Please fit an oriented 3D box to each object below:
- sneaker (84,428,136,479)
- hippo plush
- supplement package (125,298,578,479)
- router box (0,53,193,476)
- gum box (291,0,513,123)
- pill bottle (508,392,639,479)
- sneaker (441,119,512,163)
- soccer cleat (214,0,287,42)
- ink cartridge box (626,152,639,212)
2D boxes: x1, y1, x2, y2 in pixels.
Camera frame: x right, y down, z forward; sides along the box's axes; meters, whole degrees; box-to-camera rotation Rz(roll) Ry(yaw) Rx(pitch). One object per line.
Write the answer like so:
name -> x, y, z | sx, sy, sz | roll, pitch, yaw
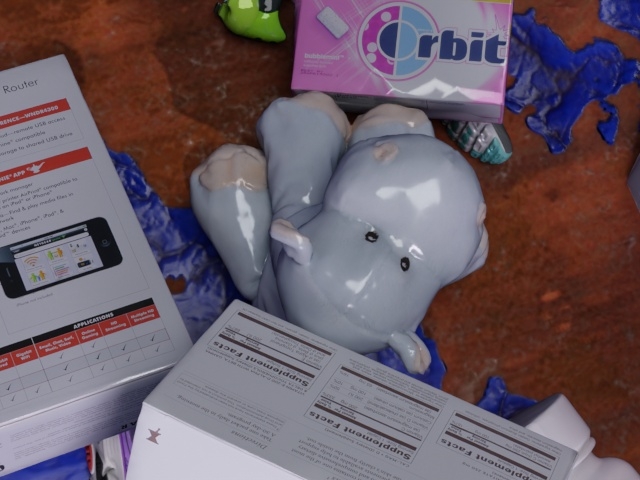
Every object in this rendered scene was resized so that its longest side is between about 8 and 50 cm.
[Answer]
sneaker -> -0.153, 0.151, 1.186 | 0.071, 0.068, 0.170 | -5, 86, -29
hippo plush -> 0.000, 0.000, 1.128 | 0.234, 0.236, 0.294 | 41, 83, 1
supplement package -> 0.007, 0.202, 1.008 | 0.262, 0.204, 0.145 | 24, 33, 12
router box -> -0.298, 0.037, 1.112 | 0.335, 0.082, 0.301 | -18, 62, -16
gum box -> 0.065, -0.164, 1.250 | 0.188, 0.062, 0.107 | 5, 79, 6
pill bottle -> 0.219, 0.275, 1.176 | 0.160, 0.160, 0.283 | -34, 86, -18
sneaker -> 0.132, -0.148, 1.313 | 0.076, 0.065, 0.166 | -30, 86, -21
soccer cleat -> -0.035, -0.259, 1.308 | 0.072, 0.060, 0.179 | 21, 79, -17
ink cartridge box -> 0.431, 0.044, 1.189 | 0.308, 0.385, 0.091 | 20, 116, -8
